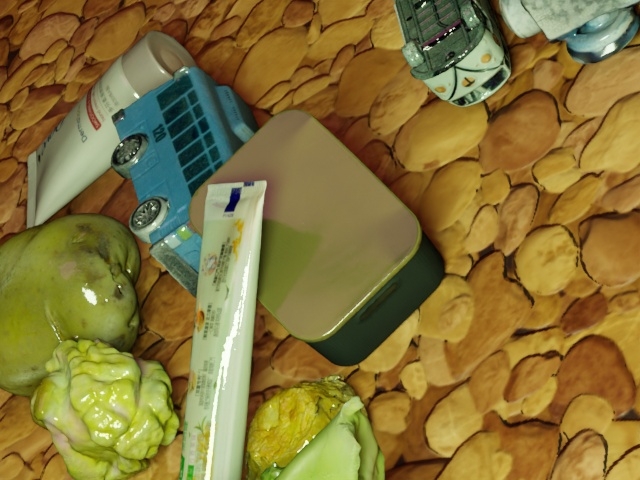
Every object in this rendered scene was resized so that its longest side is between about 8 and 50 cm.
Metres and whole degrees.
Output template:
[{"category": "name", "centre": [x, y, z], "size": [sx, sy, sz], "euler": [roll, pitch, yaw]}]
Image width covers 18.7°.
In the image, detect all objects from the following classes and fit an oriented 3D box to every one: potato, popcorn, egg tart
[{"category": "potato", "centre": [-0.253, 0.061, 1.857], "size": [0.200, 0.137, 0.154], "euler": [-28, 31, 32]}, {"category": "popcorn", "centre": [-0.192, 0.147, 1.730], "size": [0.126, 0.126, 0.145], "euler": [-42, 48, -12]}, {"category": "egg tart", "centre": [-0.018, 0.160, 1.606], "size": [0.130, 0.052, 0.130], "euler": [-29, 37, 25]}]

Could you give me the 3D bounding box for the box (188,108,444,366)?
[{"category": "box", "centre": [0.000, 0.000, 1.666], "size": [0.144, 0.090, 0.201], "euler": [-46, 56, 0]}]

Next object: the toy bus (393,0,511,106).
[{"category": "toy bus", "centre": [0.120, -0.200, 1.790], "size": [0.087, 0.089, 0.194], "euler": [-34, 37, 18]}]

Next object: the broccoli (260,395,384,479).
[{"category": "broccoli", "centre": [-0.021, 0.255, 1.424], "size": [0.302, 0.186, 0.254], "euler": [-36, -3, 13]}]

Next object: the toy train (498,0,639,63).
[{"category": "toy train", "centre": [0.292, -0.281, 1.680], "size": [0.299, 0.131, 0.202], "euler": [-23, 34, 27]}]

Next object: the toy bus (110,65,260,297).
[{"category": "toy bus", "centre": [-0.111, -0.057, 1.858], "size": [0.133, 0.116, 0.234], "euler": [-36, 39, 11]}]

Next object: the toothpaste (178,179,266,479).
[{"category": "toothpaste", "centre": [-0.085, 0.107, 1.608], "size": [0.058, 0.056, 0.314], "euler": [5, 83, 6]}]

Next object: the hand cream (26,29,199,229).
[{"category": "hand cream", "centre": [-0.237, -0.121, 2.086], "size": [0.248, 0.083, 0.133], "euler": [-40, 33, 23]}]
